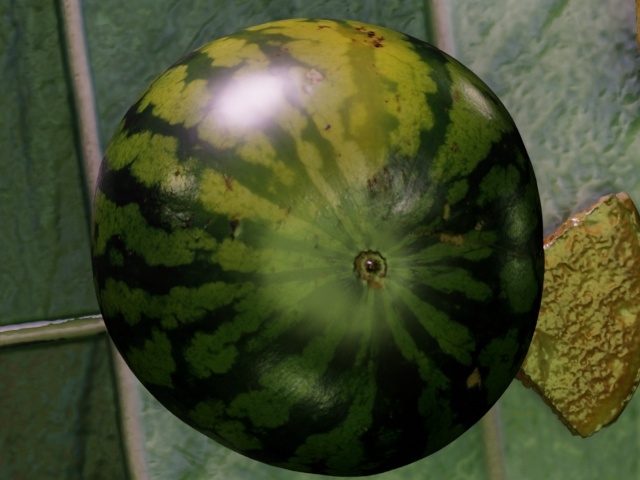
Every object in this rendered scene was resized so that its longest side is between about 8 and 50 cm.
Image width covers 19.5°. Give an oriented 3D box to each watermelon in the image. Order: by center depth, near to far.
[{"bbox_3d":[0.000,0.000,1.159,0.285,0.285,0.285,0,97,-3],"label":"watermelon"}]

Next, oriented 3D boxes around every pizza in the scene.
[{"bbox_3d":[0.168,0.045,1.288,0.134,0.046,0.175,15,95,-5],"label":"pizza"}]

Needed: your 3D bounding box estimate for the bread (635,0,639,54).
[{"bbox_3d":[0.333,-0.159,1.205,0.257,0.186,0.124,-9,93,-10],"label":"bread"}]
